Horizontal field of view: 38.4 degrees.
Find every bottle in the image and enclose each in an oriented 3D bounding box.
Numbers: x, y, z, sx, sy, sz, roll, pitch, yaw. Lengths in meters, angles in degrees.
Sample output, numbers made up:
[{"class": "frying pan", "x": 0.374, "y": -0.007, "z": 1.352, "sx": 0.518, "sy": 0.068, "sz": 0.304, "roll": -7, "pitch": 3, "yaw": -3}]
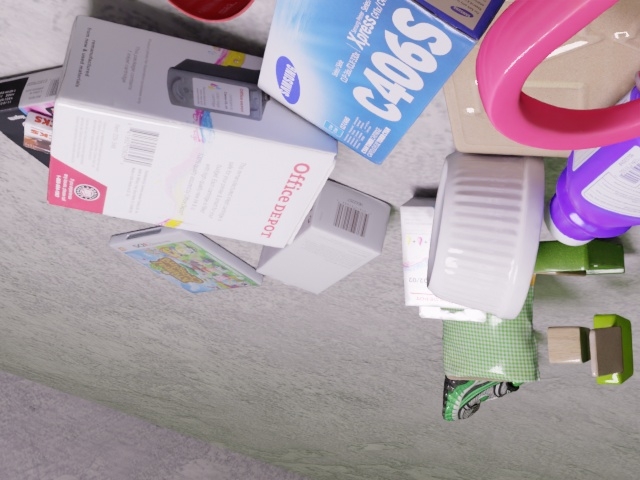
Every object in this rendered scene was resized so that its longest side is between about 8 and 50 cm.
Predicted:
[{"class": "bottle", "x": 0.307, "y": -0.069, "z": 0.908, "sx": 0.118, "sy": 0.092, "sz": 0.283, "roll": 12, "pitch": 160, "yaw": -6}]

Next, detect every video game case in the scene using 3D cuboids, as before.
[{"class": "video game case", "x": -0.240, "y": 0.036, "z": 1.648, "sx": 0.193, "sy": 0.023, "sz": 0.212, "roll": -9, "pitch": 148, "yaw": 40}]

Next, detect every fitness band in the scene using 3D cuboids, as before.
[{"class": "fitness band", "x": 0.245, "y": -0.160, "z": 0.659, "sx": 0.209, "sy": 0.054, "sz": 0.291, "roll": 9, "pitch": 148, "yaw": -35}]

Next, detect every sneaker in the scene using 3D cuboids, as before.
[{"class": "sneaker", "x": 0.310, "y": 0.263, "z": 1.728, "sx": 0.146, "sy": 0.134, "sz": 0.343, "roll": 10, "pitch": 155, "yaw": 4}]

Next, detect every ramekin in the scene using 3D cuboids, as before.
[{"class": "ramekin", "x": 0.192, "y": -0.015, "z": 1.103, "sx": 0.109, "sy": 0.207, "sz": 0.207, "roll": 9, "pitch": 155, "yaw": 3}]

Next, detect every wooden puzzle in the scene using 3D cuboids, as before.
[{"class": "wooden puzzle", "x": 0.276, "y": -0.180, "z": 0.883, "sx": 0.322, "sy": 0.080, "sz": 0.348, "roll": 5, "pitch": 159, "yaw": 18}]

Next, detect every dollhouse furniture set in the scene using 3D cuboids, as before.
[{"class": "dollhouse furniture set", "x": 0.266, "y": 0.107, "z": 1.302, "sx": 0.301, "sy": 0.198, "sz": 0.151, "roll": -5, "pitch": 175, "yaw": 38}]

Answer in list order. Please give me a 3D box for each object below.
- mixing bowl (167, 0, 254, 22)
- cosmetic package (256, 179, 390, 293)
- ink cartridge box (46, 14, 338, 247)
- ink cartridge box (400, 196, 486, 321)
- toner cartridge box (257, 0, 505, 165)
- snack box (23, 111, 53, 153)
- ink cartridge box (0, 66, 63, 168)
[{"class": "mixing bowl", "x": -0.077, "y": -0.283, "z": 0.762, "sx": 0.181, "sy": 0.098, "sz": 0.181, "roll": 27, "pitch": 135, "yaw": 32}, {"class": "cosmetic package", "x": 0.000, "y": 0.000, "z": 1.385, "sx": 0.117, "sy": 0.085, "sz": 0.231, "roll": 22, "pitch": 156, "yaw": -18}, {"class": "ink cartridge box", "x": -0.155, "y": -0.117, "z": 1.084, "sx": 0.306, "sy": 0.131, "sz": 0.226, "roll": 10, "pitch": 149, "yaw": -15}, {"class": "ink cartridge box", "x": 0.171, "y": 0.034, "z": 1.265, "sx": 0.104, "sy": 0.181, "sz": 0.061, "roll": 2, "pitch": -163, "yaw": 23}, {"class": "toner cartridge box", "x": 0.041, "y": -0.185, "z": 0.847, "sx": 0.165, "sy": 0.075, "sz": 0.348, "roll": 34, "pitch": 166, "yaw": 0}, {"class": "snack box", "x": -0.297, "y": -0.118, "z": 1.204, "sx": 0.178, "sy": 0.022, "sz": 0.064, "roll": 18, "pitch": 153, "yaw": -12}, {"class": "ink cartridge box", "x": -0.290, "y": -0.112, "z": 1.318, "sx": 0.175, "sy": 0.069, "sz": 0.371, "roll": -4, "pitch": 153, "yaw": 31}]
